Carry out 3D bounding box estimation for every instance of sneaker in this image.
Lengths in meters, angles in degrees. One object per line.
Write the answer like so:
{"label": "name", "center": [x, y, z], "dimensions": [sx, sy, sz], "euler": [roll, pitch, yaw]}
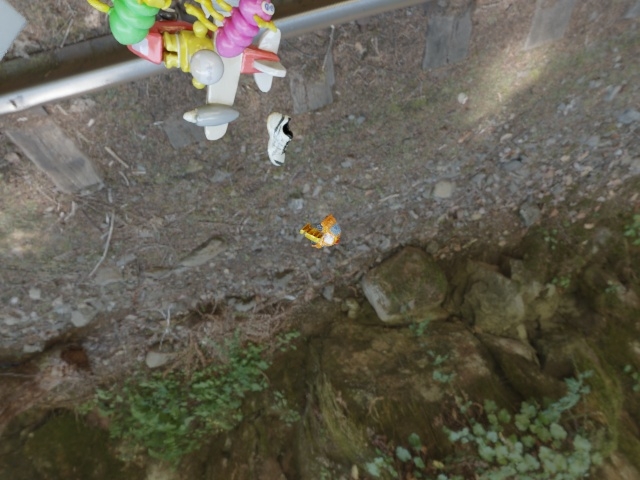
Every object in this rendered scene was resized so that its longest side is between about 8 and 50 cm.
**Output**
{"label": "sneaker", "center": [-0.059, -0.151, 0.628], "dimensions": [0.037, 0.032, 0.083], "euler": [11, 128, 17]}

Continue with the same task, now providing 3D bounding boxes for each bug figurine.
{"label": "bug figurine", "center": [-0.089, -0.254, 0.377], "dimensions": [0.279, 0.072, 0.216], "euler": [-19, 172, -47]}

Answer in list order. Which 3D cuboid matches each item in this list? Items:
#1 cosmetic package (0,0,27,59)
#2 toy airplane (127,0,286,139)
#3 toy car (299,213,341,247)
{"label": "cosmetic package", "center": [-0.453, -0.256, 0.259], "dimensions": [0.230, 0.453, 0.161], "euler": [32, 86, -7]}
{"label": "toy airplane", "center": [-0.280, -0.501, 1.142], "dimensions": [0.385, 0.272, 0.386], "euler": [-27, 130, 14]}
{"label": "toy car", "center": [0.000, 0.000, 0.618], "dimensions": [0.060, 0.041, 0.122], "euler": [-62, 170, 22]}
